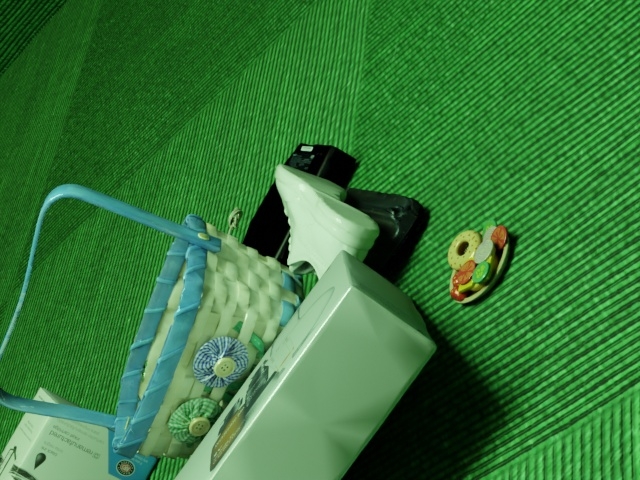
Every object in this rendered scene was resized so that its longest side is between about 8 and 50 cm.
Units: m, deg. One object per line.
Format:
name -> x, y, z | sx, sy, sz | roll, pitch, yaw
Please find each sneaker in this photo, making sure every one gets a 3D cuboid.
sneaker -> -0.011, -0.012, 1.715 | 0.094, 0.080, 0.212 | -67, 22, 14

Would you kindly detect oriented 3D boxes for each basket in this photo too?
basket -> -0.170, 0.089, 1.691 | 0.201, 0.289, 0.254 | -88, 17, -64

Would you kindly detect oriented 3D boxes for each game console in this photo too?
game console -> 0.000, 0.000, 1.819 | 0.213, 0.044, 0.361 | -63, 23, -6

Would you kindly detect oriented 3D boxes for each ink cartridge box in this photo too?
ink cartridge box -> -0.306, 0.297, 1.934 | 0.203, 0.148, 0.086 | -61, 25, -3

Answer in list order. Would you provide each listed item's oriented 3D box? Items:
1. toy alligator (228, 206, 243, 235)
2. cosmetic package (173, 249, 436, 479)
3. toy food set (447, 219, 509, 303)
toy alligator -> -0.118, 0.046, 1.997 | 0.051, 0.056, 0.189 | 17, 68, 22
cosmetic package -> -0.051, 0.196, 1.490 | 0.377, 0.097, 0.284 | -54, 2, 4
toy food set -> 0.144, 0.019, 1.527 | 0.082, 0.020, 0.083 | -31, 35, 48
